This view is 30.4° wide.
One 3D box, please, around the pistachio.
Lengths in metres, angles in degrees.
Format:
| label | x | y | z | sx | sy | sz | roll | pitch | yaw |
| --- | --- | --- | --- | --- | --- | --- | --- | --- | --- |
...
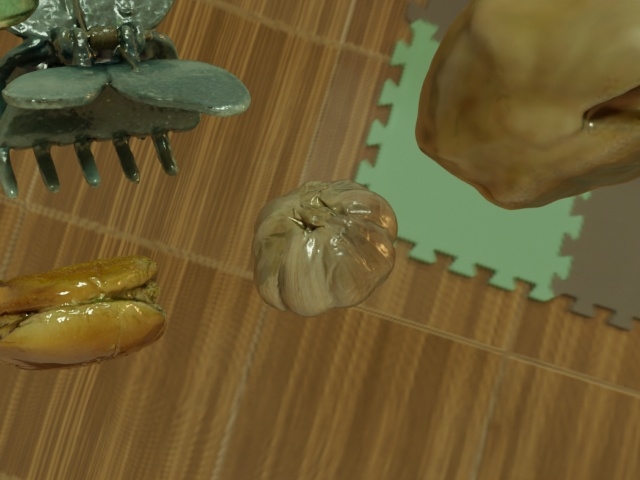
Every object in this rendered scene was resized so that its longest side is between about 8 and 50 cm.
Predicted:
| label | x | y | z | sx | sy | sz | roll | pitch | yaw |
| --- | --- | --- | --- | --- | --- | --- | --- | --- | --- |
| pistachio | 0.308 | -0.200 | 1.302 | 0.445 | 0.365 | 0.281 | -31 | 113 | -10 |

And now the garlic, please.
| label | x | y | z | sx | sy | sz | roll | pitch | yaw |
| --- | --- | --- | --- | --- | --- | --- | --- | --- | --- |
| garlic | 0.003 | 0.002 | 1.667 | 0.228 | 0.228 | 0.152 | -39 | 133 | -12 |

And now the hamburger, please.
| label | x | y | z | sx | sy | sz | roll | pitch | yaw |
| --- | --- | --- | --- | --- | --- | --- | --- | --- | --- |
| hamburger | -0.319 | 0.101 | 1.587 | 0.283 | 0.156 | 0.144 | -11 | 91 | -42 |

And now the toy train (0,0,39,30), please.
| label | x | y | z | sx | sy | sz | roll | pitch | yaw |
| --- | --- | --- | --- | --- | --- | --- | --- | --- | --- |
| toy train | -0.213 | -0.223 | 0.521 | 0.177 | 0.116 | 0.285 | -29 | 119 | -39 |

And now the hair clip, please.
| label | x | y | z | sx | sy | sz | roll | pitch | yaw |
| --- | --- | --- | --- | --- | --- | --- | --- | --- | --- |
| hair clip | -0.315 | -0.216 | 1.651 | 0.318 | 0.238 | 0.392 | -11 | 53 | -25 |
